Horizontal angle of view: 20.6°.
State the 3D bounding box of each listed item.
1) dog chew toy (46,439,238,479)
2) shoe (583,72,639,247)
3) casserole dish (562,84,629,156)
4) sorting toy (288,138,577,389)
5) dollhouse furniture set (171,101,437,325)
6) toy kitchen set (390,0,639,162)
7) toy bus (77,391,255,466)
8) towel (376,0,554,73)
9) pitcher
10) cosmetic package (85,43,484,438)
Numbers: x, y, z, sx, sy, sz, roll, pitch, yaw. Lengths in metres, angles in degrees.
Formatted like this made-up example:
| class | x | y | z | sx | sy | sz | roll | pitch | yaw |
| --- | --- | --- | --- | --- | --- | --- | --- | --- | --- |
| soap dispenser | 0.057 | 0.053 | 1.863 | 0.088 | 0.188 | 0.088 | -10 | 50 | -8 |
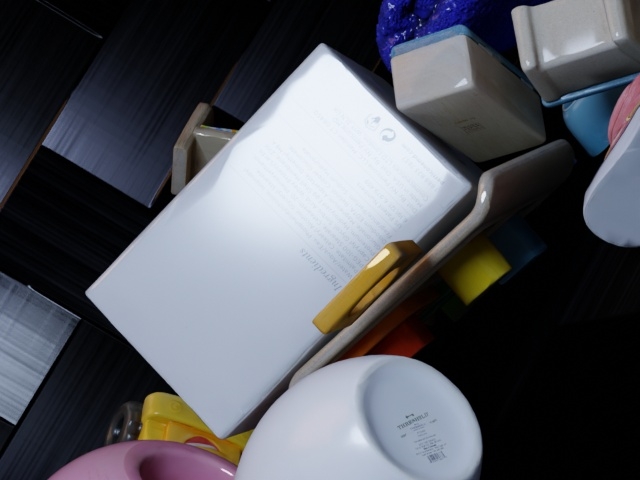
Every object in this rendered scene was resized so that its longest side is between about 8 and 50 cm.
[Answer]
| class | x | y | z | sx | sy | sz | roll | pitch | yaw |
| --- | --- | --- | --- | --- | --- | --- | --- | --- | --- |
| dog chew toy | -0.143 | 0.302 | 1.197 | 0.206 | 0.207 | 0.331 | -78 | 12 | -71 |
| shoe | 0.196 | -0.077 | 0.915 | 0.178 | 0.063 | 0.081 | -57 | 9 | 46 |
| casserole dish | 0.208 | -0.135 | 1.214 | 0.114 | 0.037 | 0.188 | -55 | 8 | 34 |
| sorting toy | 0.081 | 0.029 | 1.106 | 0.196 | 0.047 | 0.348 | -48 | -11 | 24 |
| dollhouse furniture set | 0.000 | 0.000 | 1.428 | 0.161 | 0.212 | 0.242 | -69 | -13 | -57 |
| toy kitchen set | 0.155 | -0.165 | 1.094 | 0.207 | 0.122 | 0.166 | -15 | 69 | 25 |
| toy bus | -0.162 | 0.284 | 1.676 | 0.220 | 0.149 | 0.211 | -51 | 23 | 36 |
| towel | 0.171 | -0.224 | 1.210 | 0.308 | 0.076 | 0.227 | -22 | -39 | -52 |
| pitcher | 0.019 | 0.147 | 1.035 | 0.178 | 0.125 | 0.207 | -22 | -20 | -45 |
| cosmetic package | -0.007 | 0.003 | 1.187 | 0.224 | 0.138 | 0.224 | -47 | -10 | 7 |
